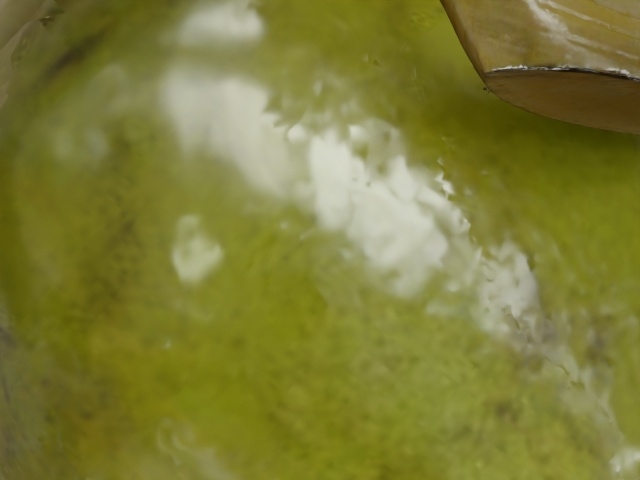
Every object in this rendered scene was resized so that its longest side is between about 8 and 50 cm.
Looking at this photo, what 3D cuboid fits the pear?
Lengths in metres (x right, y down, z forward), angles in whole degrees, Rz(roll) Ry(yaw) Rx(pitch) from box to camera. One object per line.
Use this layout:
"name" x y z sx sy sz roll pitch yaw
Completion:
"pear" 0.000 0.000 0.646 0.352 0.352 0.413 -40 59 13

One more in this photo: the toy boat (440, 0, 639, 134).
"toy boat" 0.086 -0.063 0.466 0.047 0.149 0.049 -16 72 47
